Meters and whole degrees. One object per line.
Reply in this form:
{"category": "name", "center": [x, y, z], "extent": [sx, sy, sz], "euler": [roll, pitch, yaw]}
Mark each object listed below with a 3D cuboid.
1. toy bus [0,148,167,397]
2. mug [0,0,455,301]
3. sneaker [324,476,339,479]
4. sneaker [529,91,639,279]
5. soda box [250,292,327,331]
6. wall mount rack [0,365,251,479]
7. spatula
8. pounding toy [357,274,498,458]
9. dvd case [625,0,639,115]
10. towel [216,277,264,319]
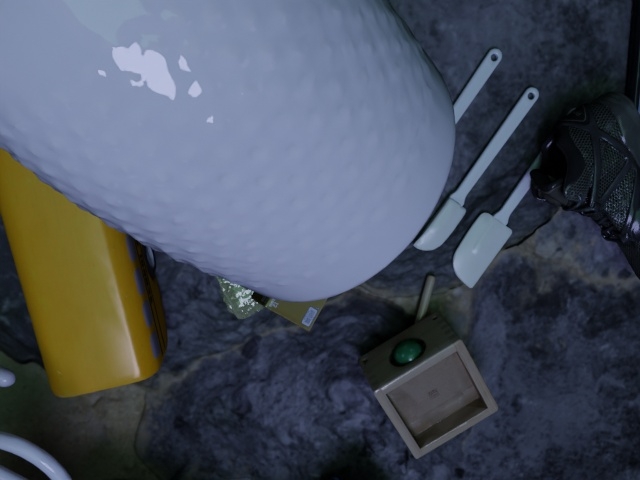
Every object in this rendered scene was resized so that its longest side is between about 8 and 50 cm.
{"category": "toy bus", "center": [-0.243, -0.029, 0.600], "extent": [0.108, 0.130, 0.332], "euler": [-11, 101, -4]}
{"category": "mug", "center": [-0.112, -0.157, 0.485], "extent": [0.276, 0.374, 0.328], "euler": [-46, 141, 12]}
{"category": "sneaker", "center": [0.061, 0.342, 0.742], "extent": [0.073, 0.063, 0.162], "euler": [-44, 105, -17]}
{"category": "sneaker", "center": [0.313, -0.037, 0.680], "extent": [0.130, 0.087, 0.227], "euler": [-26, 101, -4]}
{"category": "soda box", "center": [0.000, 0.000, 0.645], "extent": [0.058, 0.061, 0.181], "euler": [33, 82, -20]}
{"category": "wall mount rack", "center": [-0.261, 0.278, 0.617], "extent": [0.304, 0.130, 0.350], "euler": [31, 124, -8]}
{"category": "spatula", "center": [0.180, -0.085, 0.694], "extent": [0.168, 0.019, 0.242], "euler": [33, 95, -10]}
{"category": "pounding toy", "center": [0.120, 0.142, 0.697], "extent": [0.130, 0.100, 0.141], "euler": [-31, 112, 0]}
{"category": "dvd case", "center": [0.480, -0.199, 0.706], "extent": [0.253, 0.022, 0.180], "euler": [-1, 101, -6]}
{"category": "towel", "center": [-0.075, 0.005, 0.677], "extent": [0.110, 0.027, 0.148], "euler": [-22, 100, -4]}
